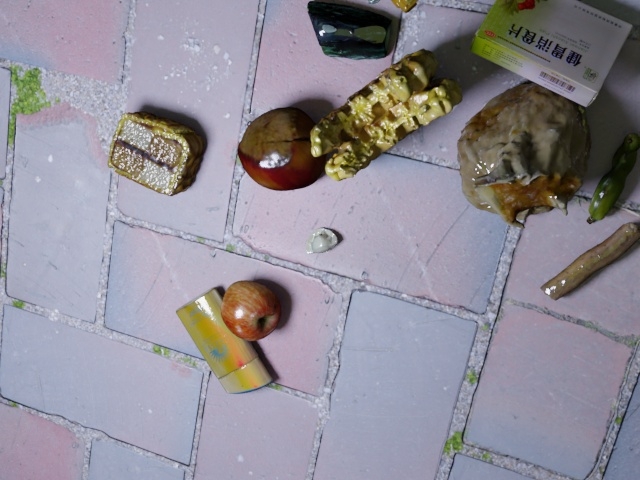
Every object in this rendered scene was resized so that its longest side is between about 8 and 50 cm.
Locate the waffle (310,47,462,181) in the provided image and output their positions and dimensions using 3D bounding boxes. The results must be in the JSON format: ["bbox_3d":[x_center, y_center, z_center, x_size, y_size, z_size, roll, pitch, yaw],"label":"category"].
[{"bbox_3d":[0.131,-0.260,1.448,0.324,0.261,0.151,-31,100,24],"label":"waffle"}]

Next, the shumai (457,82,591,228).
[{"bbox_3d":[0.402,-0.173,1.384,0.267,0.262,0.314,29,108,8],"label":"shumai"}]

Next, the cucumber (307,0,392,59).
[{"bbox_3d":[0.055,-0.456,1.526,0.193,0.086,0.115,11,104,8],"label":"cucumber"}]

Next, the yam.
[{"bbox_3d":[0.579,0.045,1.491,0.241,0.057,0.057,-42,88,23],"label":"yam"}]

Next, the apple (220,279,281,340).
[{"bbox_3d":[-0.174,0.169,1.711,0.131,0.146,0.146,28,111,34],"label":"apple"}]

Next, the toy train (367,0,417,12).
[{"bbox_3d":[0.232,-0.620,1.335,0.429,0.249,0.178,-39,89,22],"label":"toy train"}]

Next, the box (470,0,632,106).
[{"bbox_3d":[0.452,-0.398,1.373,0.260,0.062,0.175,29,74,9],"label":"box"}]

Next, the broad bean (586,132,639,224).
[{"bbox_3d":[0.604,-0.123,1.437,0.048,0.070,0.213,30,120,27],"label":"broad bean"}]

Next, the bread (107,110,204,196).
[{"bbox_3d":[-0.406,-0.219,1.716,0.222,0.096,0.181,24,109,13],"label":"bread"}]

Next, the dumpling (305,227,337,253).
[{"bbox_3d":[0.001,0.000,1.669,0.077,0.043,0.059,-29,76,37],"label":"dumpling"}]

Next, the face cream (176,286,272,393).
[{"bbox_3d":[-0.248,0.269,1.797,0.139,0.067,0.285,-31,92,24],"label":"face cream"}]

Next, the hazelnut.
[{"bbox_3d":[-0.075,-0.195,1.584,0.208,0.208,0.208,4,104,17],"label":"hazelnut"}]
